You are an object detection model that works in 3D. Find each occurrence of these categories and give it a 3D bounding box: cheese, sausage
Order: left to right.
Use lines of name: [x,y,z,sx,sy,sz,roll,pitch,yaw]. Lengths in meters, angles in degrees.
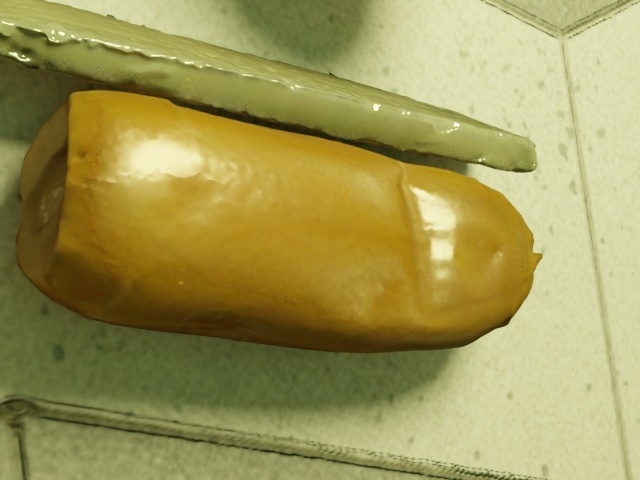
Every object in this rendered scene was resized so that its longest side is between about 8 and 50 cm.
cheese: [-0.025,-0.095,0.605,0.400,0.085,0.034,8,107,-32]
sausage: [-0.003,0.002,0.590,0.353,0.116,0.134,11,59,-34]
